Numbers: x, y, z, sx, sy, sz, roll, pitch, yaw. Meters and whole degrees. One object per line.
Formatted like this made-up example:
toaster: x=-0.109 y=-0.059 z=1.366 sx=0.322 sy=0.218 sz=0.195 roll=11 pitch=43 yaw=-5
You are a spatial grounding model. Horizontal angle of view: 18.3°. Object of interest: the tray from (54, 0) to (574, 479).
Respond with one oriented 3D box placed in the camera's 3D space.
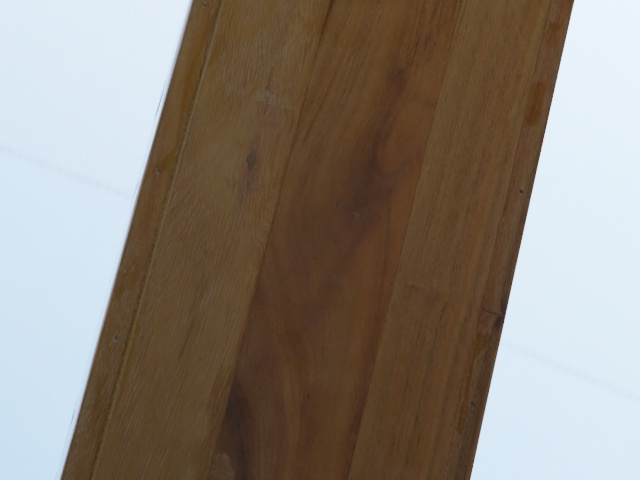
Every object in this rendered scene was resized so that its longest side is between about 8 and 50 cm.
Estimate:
tray: x=0.000 y=0.000 z=1.053 sx=0.202 sy=0.076 sz=0.411 roll=16 pitch=-105 yaw=-7
